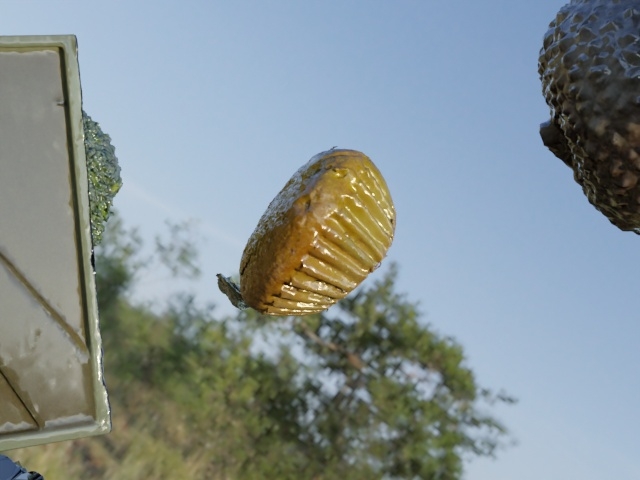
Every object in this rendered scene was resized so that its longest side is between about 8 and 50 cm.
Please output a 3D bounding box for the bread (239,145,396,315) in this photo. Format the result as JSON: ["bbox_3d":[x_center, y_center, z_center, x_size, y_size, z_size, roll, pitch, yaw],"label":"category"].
[{"bbox_3d":[-0.003,-0.002,1.386,0.139,0.240,0.240,37,-11,-5],"label":"bread"}]

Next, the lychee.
[{"bbox_3d":[0.367,-0.153,1.230,0.300,0.300,0.300,36,-11,8],"label":"lychee"}]

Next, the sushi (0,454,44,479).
[{"bbox_3d":[-0.251,0.226,0.962,0.083,0.056,0.085,19,-44,49],"label":"sushi"}]

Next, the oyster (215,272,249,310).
[{"bbox_3d":[-0.137,0.078,1.815,0.098,0.037,0.100,33,-3,25],"label":"oyster"}]

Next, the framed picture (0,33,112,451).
[{"bbox_3d":[-0.301,0.006,0.927,0.247,0.335,0.022,-6,2,-24],"label":"framed picture"}]

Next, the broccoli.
[{"bbox_3d":[-0.364,-0.091,1.507,0.226,0.198,0.176,25,-42,31],"label":"broccoli"}]
